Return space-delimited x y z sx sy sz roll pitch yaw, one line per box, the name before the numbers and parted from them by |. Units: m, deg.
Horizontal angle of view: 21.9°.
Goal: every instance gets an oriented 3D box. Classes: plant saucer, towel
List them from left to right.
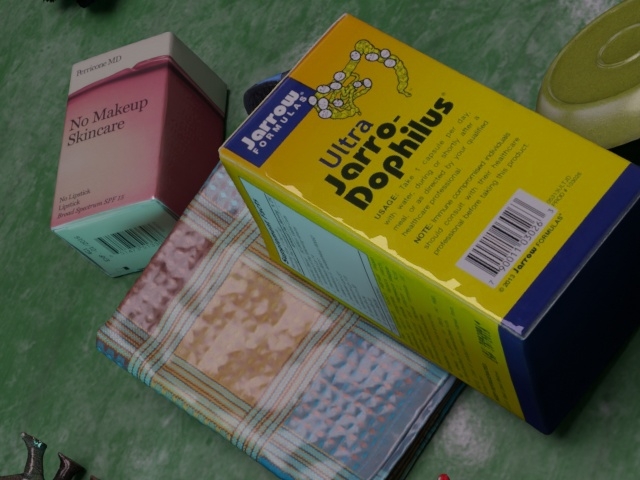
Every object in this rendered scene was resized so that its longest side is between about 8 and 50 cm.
towel | -0.025 0.085 1.665 0.370 0.040 0.271 30 81 27
plant saucer | 0.305 -0.178 1.609 0.241 0.037 0.241 -30 26 16

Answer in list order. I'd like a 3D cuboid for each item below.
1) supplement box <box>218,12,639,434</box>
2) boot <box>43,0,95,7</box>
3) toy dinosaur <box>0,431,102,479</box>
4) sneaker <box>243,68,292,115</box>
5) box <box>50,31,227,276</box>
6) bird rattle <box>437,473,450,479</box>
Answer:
supplement box | 0.115 -0.020 1.528 0.356 0.194 0.195 32 72 29
boot | -0.253 -0.397 2.134 0.246 0.094 0.207 3 60 42
toy dinosaur | -0.287 0.306 1.720 0.313 0.121 0.160 31 80 21
sneaker | 0.010 -0.173 1.855 0.209 0.069 0.082 -12 23 37
box | -0.205 -0.097 1.895 0.148 0.127 0.232 -15 55 25
bird rattle | 0.046 0.331 1.469 0.207 0.143 0.253 -14 50 46
